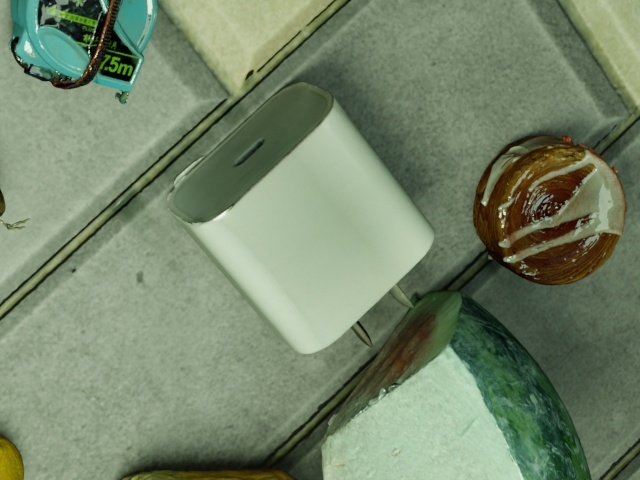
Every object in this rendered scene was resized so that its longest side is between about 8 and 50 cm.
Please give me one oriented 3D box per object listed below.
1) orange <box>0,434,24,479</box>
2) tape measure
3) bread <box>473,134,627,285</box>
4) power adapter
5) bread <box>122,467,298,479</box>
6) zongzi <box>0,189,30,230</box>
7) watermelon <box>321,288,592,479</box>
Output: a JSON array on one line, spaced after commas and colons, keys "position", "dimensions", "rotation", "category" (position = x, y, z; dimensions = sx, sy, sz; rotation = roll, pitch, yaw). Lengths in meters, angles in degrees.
[{"position": [-0.323, 0.227, 1.660], "dimensions": [0.085, 0.085, 0.095], "rotation": [21, 102, -29], "category": "orange"}, {"position": [-0.213, -0.205, 1.583], "dimensions": [0.125, 0.081, 0.146], "rotation": [16, 98, -32], "category": "tape measure"}, {"position": [0.241, -0.032, 1.858], "dimensions": [0.160, 0.073, 0.160], "rotation": [-6, 105, -22], "category": "bread"}, {"position": [0.000, 0.000, 1.722], "dimensions": [0.187, 0.124, 0.255], "rotation": [-42, 118, -8], "category": "power adapter"}, {"position": [-0.101, 0.303, 1.748], "dimensions": [0.204, 0.162, 0.262], "rotation": [5, 145, -28], "category": "bread"}, {"position": [-0.364, -0.054, 1.526], "dimensions": [0.184, 0.084, 0.187], "rotation": [-40, 121, -41], "category": "zongzi"}, {"position": [0.112, 0.201, 1.714], "dimensions": [0.258, 0.387, 0.228], "rotation": [-39, 105, 3], "category": "watermelon"}]
